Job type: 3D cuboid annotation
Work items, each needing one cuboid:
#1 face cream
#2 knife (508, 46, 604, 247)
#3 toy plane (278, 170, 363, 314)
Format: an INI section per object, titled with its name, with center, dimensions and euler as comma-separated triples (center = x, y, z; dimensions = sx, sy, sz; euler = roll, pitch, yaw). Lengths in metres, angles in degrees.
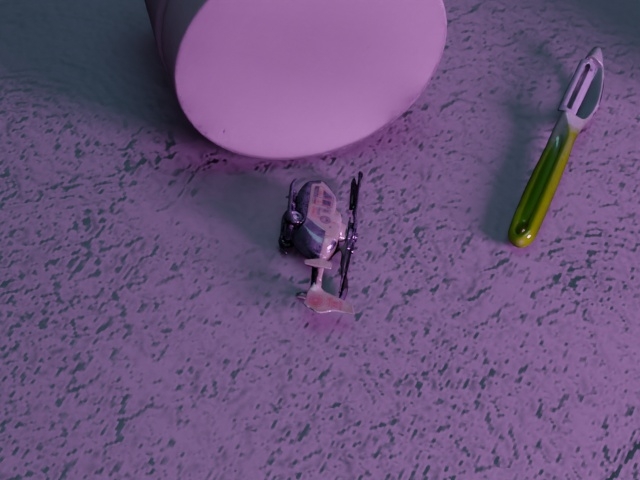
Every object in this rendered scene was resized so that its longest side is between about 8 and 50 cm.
[face cream]
center = -0.025, -0.163, 1.199
dimensions = 0.177, 0.177, 0.153
euler = -10, 48, -13
[knife]
center = 0.156, -0.061, 1.225
dimensions = 0.022, 0.026, 0.184
euler = -13, 37, 40
[toy plane]
center = 0.000, 0.000, 1.153
dimensions = 0.049, 0.031, 0.120
euler = 12, 45, -5
